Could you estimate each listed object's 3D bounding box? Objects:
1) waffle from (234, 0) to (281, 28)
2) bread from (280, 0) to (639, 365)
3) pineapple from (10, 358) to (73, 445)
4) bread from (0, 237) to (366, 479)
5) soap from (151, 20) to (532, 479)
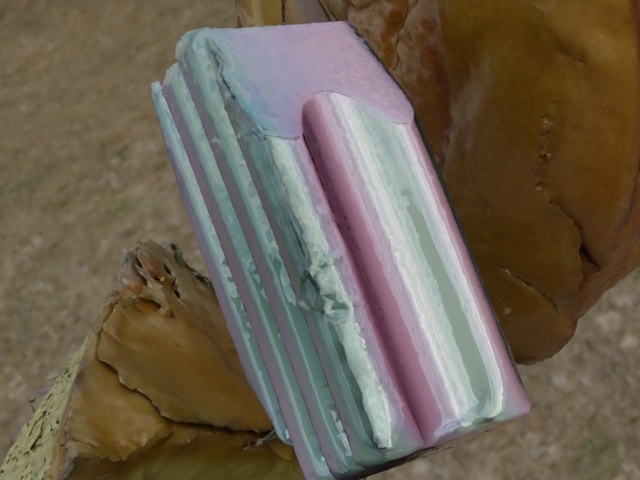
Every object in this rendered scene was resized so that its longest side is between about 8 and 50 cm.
[{"bbox_3d":[0.037,-0.158,0.850,0.078,0.348,0.304,3,18,25],"label":"waffle"},{"bbox_3d":[0.073,-0.079,0.585,0.143,0.269,0.195,-29,49,-26],"label":"bread"},{"bbox_3d":[-0.176,0.288,1.185,0.223,0.223,0.357,2,72,57],"label":"pineapple"},{"bbox_3d":[-0.079,0.178,0.903,0.248,0.279,0.315,-51,19,16],"label":"bread"},{"bbox_3d":[0.000,0.000,0.459,0.056,0.149,0.100,-16,-12,-22],"label":"soap"}]
